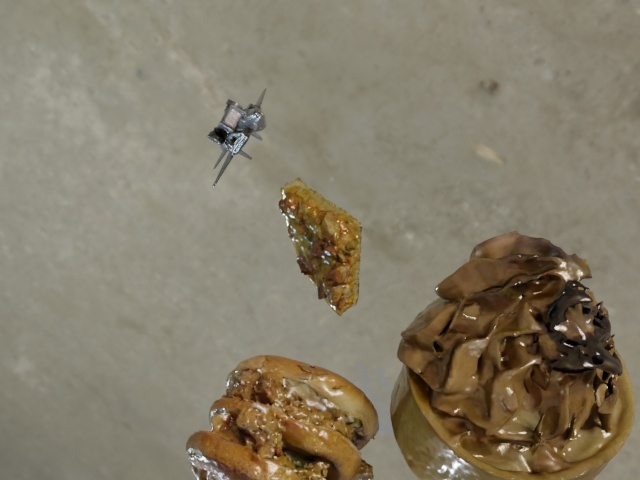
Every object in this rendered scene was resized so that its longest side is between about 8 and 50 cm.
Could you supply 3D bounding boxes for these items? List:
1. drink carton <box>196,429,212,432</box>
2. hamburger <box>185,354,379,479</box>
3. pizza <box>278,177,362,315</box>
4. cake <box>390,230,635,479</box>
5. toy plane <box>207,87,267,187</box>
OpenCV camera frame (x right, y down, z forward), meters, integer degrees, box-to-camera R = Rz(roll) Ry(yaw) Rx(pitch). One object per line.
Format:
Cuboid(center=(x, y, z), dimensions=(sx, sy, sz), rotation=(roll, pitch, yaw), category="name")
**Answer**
Cuboid(center=(-0.154, 0.384, 2.235), dimensions=(0.200, 0.084, 0.074), rotation=(11, 138, -38), category="drink carton")
Cuboid(center=(-0.049, 0.298, 1.551), dimensions=(0.261, 0.211, 0.245), rotation=(30, 150, -3), category="hamburger")
Cuboid(center=(-0.001, 0.000, 1.299), dimensions=(0.175, 0.046, 0.134), rotation=(60, 152, 11), category="pizza")
Cuboid(center=(0.272, 0.169, 1.452), dimensions=(0.332, 0.332, 0.321), rotation=(28, 141, 13), category="cake")
Cuboid(center=(-0.140, -0.203, 1.908), dimensions=(0.088, 0.212, 0.267), rotation=(28, 171, -4), category="toy plane")
